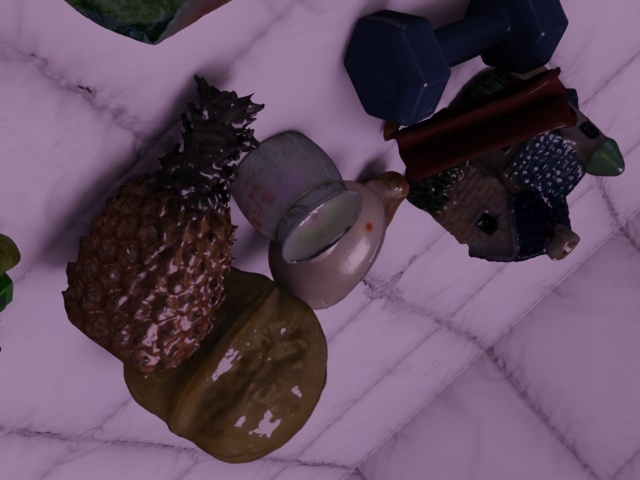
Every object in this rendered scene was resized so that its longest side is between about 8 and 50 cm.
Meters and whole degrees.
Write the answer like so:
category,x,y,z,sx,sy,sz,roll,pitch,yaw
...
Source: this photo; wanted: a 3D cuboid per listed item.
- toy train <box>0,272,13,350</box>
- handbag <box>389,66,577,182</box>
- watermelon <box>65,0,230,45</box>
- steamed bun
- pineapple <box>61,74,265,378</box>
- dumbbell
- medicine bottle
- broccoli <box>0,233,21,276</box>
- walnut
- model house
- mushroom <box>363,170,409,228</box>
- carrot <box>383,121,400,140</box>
category,x,y,z,sx,sy,sz,roll,pitch,yaw
toy train,-0.438,0.126,1.396,0.119,0.085,0.251,-45,166,-34
handbag,0.233,-0.170,1.639,0.260,0.084,0.275,-22,-173,13
watermelon,-0.132,-0.309,0.985,0.262,0.213,0.201,-41,174,15
steamed bun,0.000,0.000,1.748,0.131,0.177,0.228,20,136,-27
pineapple,-0.178,-0.027,1.399,0.202,0.202,0.362,-4,126,-55
dumbbell,0.192,-0.274,1.569,0.316,0.156,0.143,-26,123,-32
medicine bottle,-0.033,-0.059,1.603,0.147,0.143,0.147,-32,156,-17
broccoli,-0.413,0.014,1.180,0.145,0.165,0.304,-53,167,10
walnut,-0.136,0.178,1.697,0.277,0.282,0.253,-49,-167,-23
model house,0.348,-0.111,1.943,0.243,0.284,0.298,-20,150,-50
mushroom,0.087,-0.049,1.898,0.094,0.072,0.209,-20,153,-37
carrot,0.137,-0.213,1.732,0.036,0.035,0.165,-17,150,-43
